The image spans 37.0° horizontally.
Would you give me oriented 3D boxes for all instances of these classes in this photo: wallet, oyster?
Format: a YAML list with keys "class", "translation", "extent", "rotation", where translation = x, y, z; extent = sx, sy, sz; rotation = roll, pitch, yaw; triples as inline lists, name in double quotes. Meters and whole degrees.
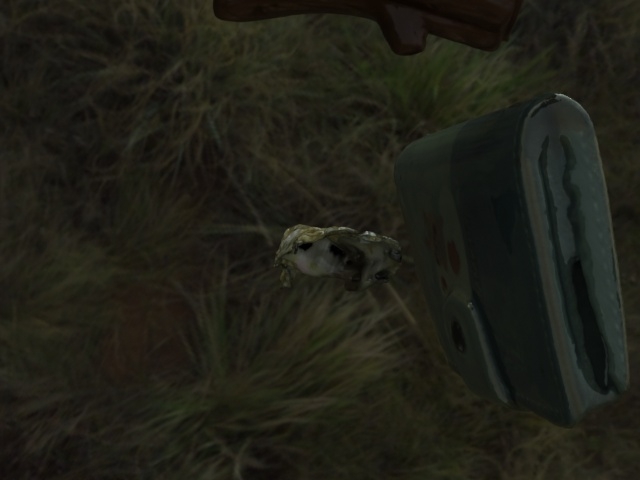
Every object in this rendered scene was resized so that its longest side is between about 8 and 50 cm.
- class: "wallet"
  translation: [0.145, 0.020, 0.825]
  extent: [0.083, 0.360, 0.252]
  rotation: [-10, 91, -9]
- class: "oyster"
  translation: [0.000, 0.003, 0.836]
  extent: [0.106, 0.199, 0.061]
  rotation: [30, 73, -35]

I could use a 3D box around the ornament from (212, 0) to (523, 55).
- class: "ornament"
  translation: [0.053, -0.244, 0.700]
  extent: [0.217, 0.235, 0.221]
  rotation: [15, 81, 5]
